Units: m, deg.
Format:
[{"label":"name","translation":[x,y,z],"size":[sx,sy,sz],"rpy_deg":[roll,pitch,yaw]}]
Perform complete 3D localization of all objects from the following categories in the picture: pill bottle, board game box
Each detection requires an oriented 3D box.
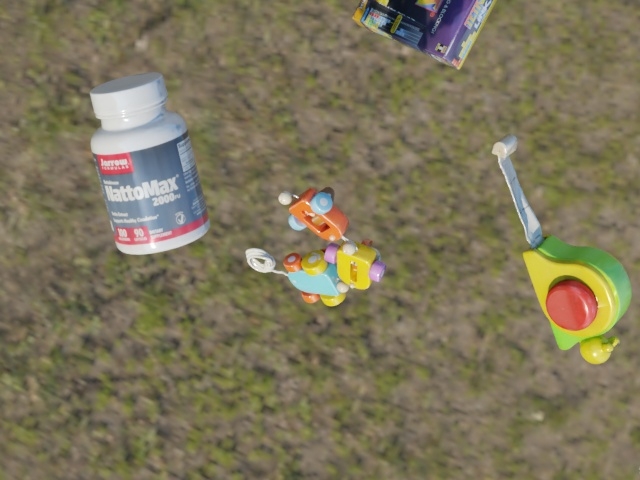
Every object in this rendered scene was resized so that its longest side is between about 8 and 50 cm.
[{"label":"pill bottle","translation":[-0.191,-0.085,1.747],"size":[0.108,0.108,0.180],"rpy_deg":[-25,110,-34]},{"label":"board game box","translation":[0.136,-0.301,1.855],"size":[0.048,0.141,0.170],"rpy_deg":[26,91,-56]}]

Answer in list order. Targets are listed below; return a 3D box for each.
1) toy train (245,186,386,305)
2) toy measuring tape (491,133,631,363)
[{"label":"toy train","translation":[0.000,0.000,1.512],"size":[0.125,0.166,0.046],"rpy_deg":[36,60,-8]},{"label":"toy measuring tape","translation":[0.326,0.010,2.088],"size":[0.121,0.121,0.330],"rpy_deg":[-29,105,-32]}]
